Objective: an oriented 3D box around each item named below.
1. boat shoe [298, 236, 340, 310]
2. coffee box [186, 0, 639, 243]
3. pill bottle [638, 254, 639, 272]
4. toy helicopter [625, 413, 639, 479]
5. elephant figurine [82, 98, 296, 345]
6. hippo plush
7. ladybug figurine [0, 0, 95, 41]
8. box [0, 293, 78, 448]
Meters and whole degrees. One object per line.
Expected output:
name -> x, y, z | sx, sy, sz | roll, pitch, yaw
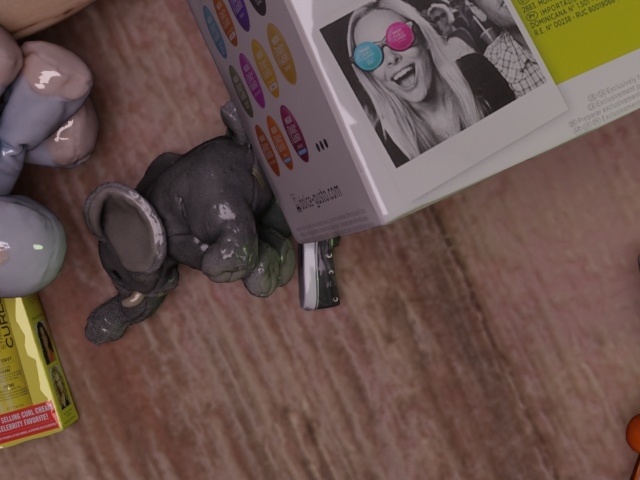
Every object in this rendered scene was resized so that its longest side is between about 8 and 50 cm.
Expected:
boat shoe -> 0.000, 0.000, 1.529 | 0.040, 0.049, 0.142 | -1, 99, -11
coffee box -> 0.091, -0.219, 1.288 | 0.338, 0.337, 0.334 | -24, 93, -13
pill bottle -> 0.400, 0.045, 1.441 | 0.180, 0.108, 0.108 | -13, 95, 9
toy helicopter -> 0.354, 0.268, 1.464 | 0.235, 0.140, 0.355 | 42, 104, 2
elephant figurine -> -0.156, -0.010, 1.502 | 0.239, 0.169, 0.186 | -5, 67, 24
hippo plush -> -0.351, -0.055, 1.419 | 0.294, 0.234, 0.237 | -9, 62, 15
ladybug figurine -> -0.342, -0.335, 1.476 | 0.449, 0.162, 0.305 | -13, 95, 9
box -> -0.330, 0.093, 1.578 | 0.087, 0.058, 0.232 | -15, 95, 9
